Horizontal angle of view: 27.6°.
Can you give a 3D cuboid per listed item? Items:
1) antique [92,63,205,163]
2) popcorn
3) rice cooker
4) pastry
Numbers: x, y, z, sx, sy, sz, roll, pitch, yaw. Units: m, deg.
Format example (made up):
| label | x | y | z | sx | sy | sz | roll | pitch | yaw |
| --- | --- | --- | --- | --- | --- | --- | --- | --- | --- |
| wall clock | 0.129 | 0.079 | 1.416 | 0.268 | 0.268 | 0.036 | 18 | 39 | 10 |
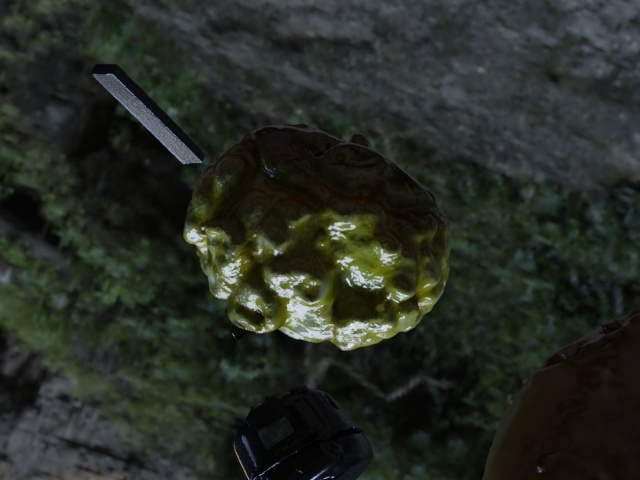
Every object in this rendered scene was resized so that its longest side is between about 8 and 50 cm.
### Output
| label | x | y | z | sx | sy | sz | roll | pitch | yaw |
| --- | --- | --- | --- | --- | --- | --- | --- | --- | --- |
| antique | -0.184 | -0.136 | 1.420 | 0.031 | 0.015 | 0.192 | 2 | 155 | 28 |
| popcorn | -0.002 | -0.002 | 1.050 | 0.218 | 0.169 | 0.189 | 19 | -170 | -12 |
| rice cooker | -0.020 | 0.235 | 1.436 | 0.118 | 0.142 | 0.203 | 56 | 179 | 19 |
| pastry | 0.263 | 0.194 | 0.945 | 0.316 | 0.184 | 0.284 | -20 | -112 | -17 |
